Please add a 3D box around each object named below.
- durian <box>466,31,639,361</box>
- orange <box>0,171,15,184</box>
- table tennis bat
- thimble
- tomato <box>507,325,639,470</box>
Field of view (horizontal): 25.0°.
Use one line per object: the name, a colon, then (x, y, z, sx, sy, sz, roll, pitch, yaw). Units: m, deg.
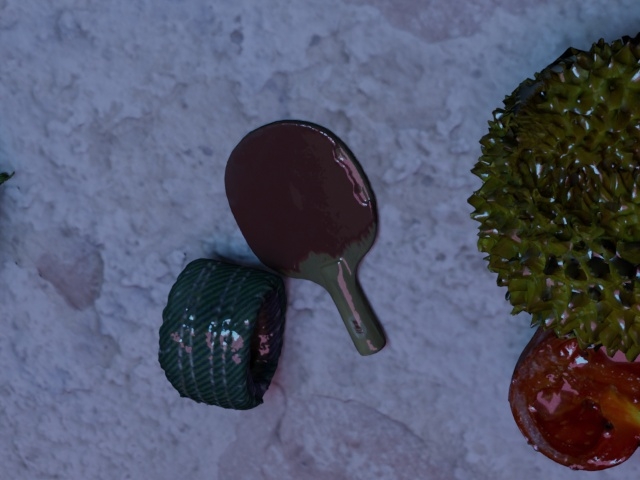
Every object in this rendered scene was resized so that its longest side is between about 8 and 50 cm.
durian: (0.259, -0.029, 1.108, 0.293, 0.258, 0.258, -7, 113, -2)
orange: (-0.460, -0.025, 1.308, 0.300, 0.223, 0.301, -40, 99, 21)
table tennis bat: (0.000, 0.000, 1.309, 0.131, 0.022, 0.234, -21, 106, 22)
thimble: (-0.087, 0.084, 1.314, 0.090, 0.118, 0.135, 12, 142, 14)
tomato: (0.241, 0.113, 1.256, 0.139, 0.091, 0.159, 29, 121, -5)
